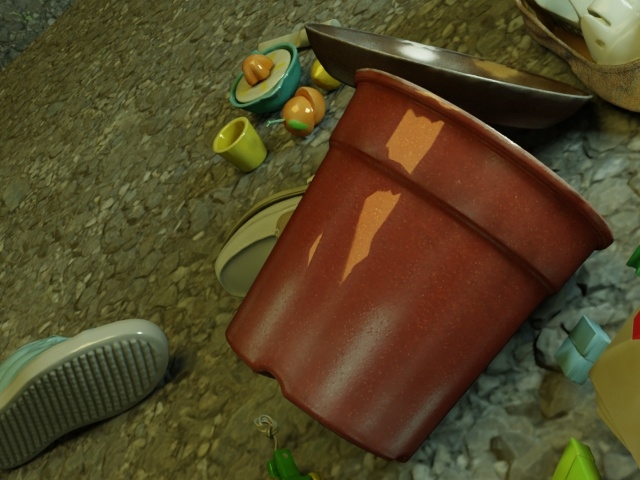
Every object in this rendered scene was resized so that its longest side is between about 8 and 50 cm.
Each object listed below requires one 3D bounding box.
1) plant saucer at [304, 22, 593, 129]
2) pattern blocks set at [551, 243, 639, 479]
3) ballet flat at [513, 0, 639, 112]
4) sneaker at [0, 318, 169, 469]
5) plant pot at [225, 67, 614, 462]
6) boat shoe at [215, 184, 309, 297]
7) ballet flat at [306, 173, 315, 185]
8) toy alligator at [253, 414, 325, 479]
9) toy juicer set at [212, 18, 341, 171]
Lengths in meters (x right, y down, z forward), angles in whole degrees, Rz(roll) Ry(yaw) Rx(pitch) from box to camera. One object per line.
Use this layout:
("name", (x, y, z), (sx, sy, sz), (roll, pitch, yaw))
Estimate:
("plant saucer", (0.130, -0.173, 0.936), (0.310, 0.310, 0.050), (39, 121, 56))
("pattern blocks set", (0.248, 0.085, 0.588), (0.285, 0.026, 0.325), (-57, 8, 24))
("ballet flat", (0.295, -0.225, 0.930), (0.107, 0.106, 0.316), (-42, 35, 3))
("sneaker", (-0.350, 0.170, 1.180), (0.366, 0.135, 0.150), (-29, 41, 22))
("plant pot", (0.069, 0.034, 0.790), (0.265, 0.272, 0.272), (-55, 34, 1))
("boat shoe", (0.000, 0.000, 1.004), (0.302, 0.113, 0.103), (-27, 33, 24))
("ballet flat", (-0.013, -0.061, 1.146), (0.114, 0.041, 0.041), (-37, 35, 13))
("toy alligator", (-0.029, 0.244, 0.843), (0.190, 0.056, 0.051), (-130, 45, -56))
("toy juicer set", (-0.056, -0.268, 1.360), (0.209, 0.089, 0.329), (-23, 40, 30))
